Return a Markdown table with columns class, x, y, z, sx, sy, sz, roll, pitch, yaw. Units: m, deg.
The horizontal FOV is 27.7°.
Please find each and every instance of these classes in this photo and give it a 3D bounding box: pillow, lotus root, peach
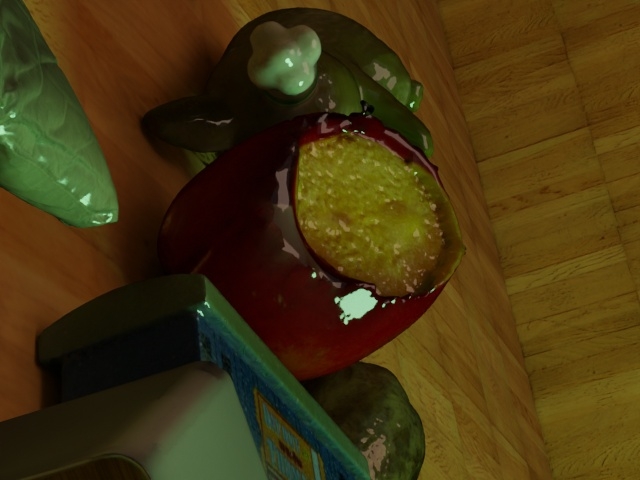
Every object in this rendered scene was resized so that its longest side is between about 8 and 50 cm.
| class | x | y | z | sx | sy | sz | roll | pitch | yaw |
| --- | --- | --- | --- | --- | --- | --- | --- | --- | --- |
| pillow | -0.213 | -0.144 | 0.551 | 0.280 | 0.076 | 0.274 | 53 | 3 | 26 |
| lotus root | 0.015 | 0.176 | 1.007 | 0.214 | 0.138 | 0.138 | -68 | 138 | -64 |
| peach | 0.000 | 0.000 | 0.939 | 0.190 | 0.226 | 0.196 | 52 | -15 | 49 |

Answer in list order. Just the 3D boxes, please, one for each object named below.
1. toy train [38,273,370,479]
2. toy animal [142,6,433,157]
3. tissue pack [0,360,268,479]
| class | x | y | z | sx | sy | sz | roll | pitch | yaw |
| --- | --- | --- | --- | --- | --- | --- | --- | --- | --- |
| toy train | -0.049 | 0.167 | 0.782 | 0.299 | 0.131 | 0.201 | 55 | 20 | -49 |
| toy animal | -0.022 | -0.103 | 1.113 | 0.180 | 0.181 | 0.363 | 56 | 16 | -10 |
| tissue pack | -0.086 | 0.198 | 0.565 | 0.136 | 0.160 | 0.246 | -50 | 120 | -75 |
